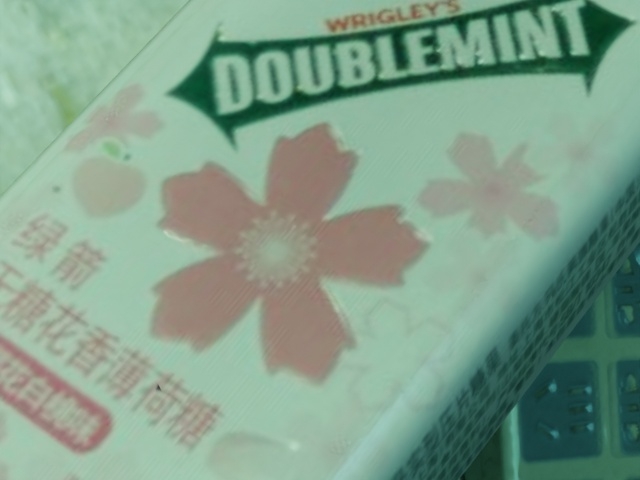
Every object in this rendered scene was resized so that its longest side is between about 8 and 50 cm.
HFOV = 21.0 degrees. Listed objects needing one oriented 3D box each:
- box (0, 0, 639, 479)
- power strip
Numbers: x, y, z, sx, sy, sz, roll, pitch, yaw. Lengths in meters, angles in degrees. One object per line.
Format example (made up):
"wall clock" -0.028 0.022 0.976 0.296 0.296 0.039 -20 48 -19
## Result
"box" 0.000 0.000 0.643 0.190 0.112 0.370 32 69 24
"power strip" 0.117 0.106 0.766 0.106 0.043 0.367 -2 87 -26
